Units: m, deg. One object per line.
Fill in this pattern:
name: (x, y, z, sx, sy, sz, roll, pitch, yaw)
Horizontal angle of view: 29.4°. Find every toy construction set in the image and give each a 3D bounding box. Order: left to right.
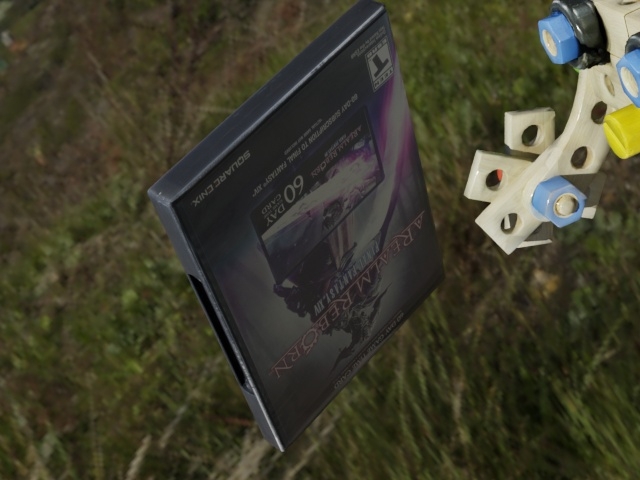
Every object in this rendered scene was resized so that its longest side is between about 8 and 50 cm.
toy construction set: (0.218, -0.046, 0.746, 0.151, 0.215, 0.327, -32, 28, -18)

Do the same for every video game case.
video game case: (0.000, 0.000, 0.829, 0.026, 0.274, 0.196, 28, 62, 35)
